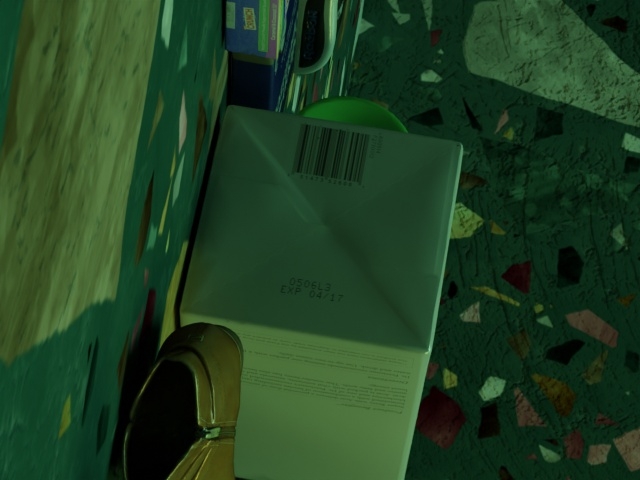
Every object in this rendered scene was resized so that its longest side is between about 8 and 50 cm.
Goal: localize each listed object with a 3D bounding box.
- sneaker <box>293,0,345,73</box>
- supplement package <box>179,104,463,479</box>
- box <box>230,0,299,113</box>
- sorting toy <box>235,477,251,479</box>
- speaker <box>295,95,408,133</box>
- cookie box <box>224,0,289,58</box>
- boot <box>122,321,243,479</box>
[{"bbox_3d":[-0.001,-0.258,1.620,0.121,0.079,0.216,-83,-171,-56],"label":"sneaker"},{"bbox_3d":[-0.003,0.057,1.465,0.293,0.178,0.175,96,4,-62],"label":"supplement package"},{"bbox_3d":[-0.044,-0.125,1.503,0.225,0.037,0.136,98,2,-55],"label":"box"},{"bbox_3d":[-0.074,0.244,1.754,0.193,0.038,0.208,96,-14,-56],"label":"sorting toy"},{"bbox_3d":[0.000,0.000,1.684,0.296,0.131,0.131,108,-6,-59],"label":"speaker"},{"bbox_3d":[-0.037,-0.193,1.322,0.092,0.040,0.107,97,4,-61],"label":"cookie box"},{"bbox_3d":[-0.090,0.147,1.181,0.152,0.073,0.197,-33,126,-83],"label":"boot"}]
